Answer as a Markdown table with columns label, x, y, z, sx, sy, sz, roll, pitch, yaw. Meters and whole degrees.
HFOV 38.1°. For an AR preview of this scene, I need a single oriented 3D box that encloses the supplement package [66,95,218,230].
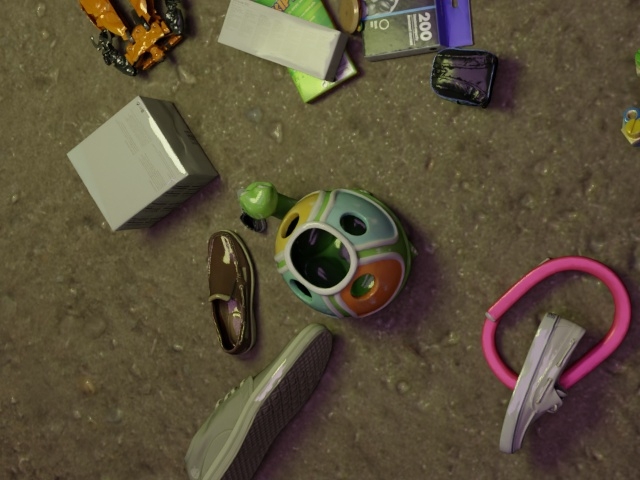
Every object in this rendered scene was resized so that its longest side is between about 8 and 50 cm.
| label | x | y | z | sx | sy | sz | roll | pitch | yaw |
| --- | --- | --- | --- | --- | --- | --- | --- | --- | --- |
| supplement package | -0.361 | -0.154 | 1.896 | 0.203 | 0.149 | 0.194 | -35 | 82 | 17 |

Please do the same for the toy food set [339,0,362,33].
| label | x | y | z | sx | sy | sz | roll | pitch | yaw |
| --- | --- | --- | --- | --- | --- | --- | --- | --- | --- |
| toy food set | 0.059 | -0.438 | 1.784 | 0.020 | 0.083 | 0.082 | -6 | 113 | -22 |

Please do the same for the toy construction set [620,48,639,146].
| label | x | y | z | sx | sy | sz | roll | pitch | yaw |
| --- | --- | --- | --- | --- | --- | --- | --- | --- | --- |
| toy construction set | 0.665 | -0.266 | 1.546 | 0.328 | 0.151 | 0.215 | -2 | 67 | 11 |

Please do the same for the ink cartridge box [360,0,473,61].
| label | x | y | z | sx | sy | sz | roll | pitch | yaw |
| --- | --- | --- | --- | --- | --- | --- | --- | --- | --- |
| ink cartridge box | 0.176 | -0.459 | 1.758 | 0.208 | 0.045 | 0.206 | -6 | 90 | 18 |

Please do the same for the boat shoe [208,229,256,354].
| label | x | y | z | sx | sy | sz | roll | pitch | yaw |
| --- | --- | --- | --- | --- | --- | --- | --- | --- | --- |
| boat shoe | -0.184 | 0.105 | 1.877 | 0.095 | 0.095 | 0.257 | -13 | 88 | 19 |

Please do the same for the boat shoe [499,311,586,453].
| label | x | y | z | sx | sy | sz | roll | pitch | yaw |
| --- | --- | --- | --- | --- | --- | --- | --- | --- | --- |
| boat shoe | 0.395 | 0.264 | 1.647 | 0.088 | 0.096 | 0.267 | 21 | 93 | 19 |

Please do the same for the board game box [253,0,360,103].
| label | x | y | z | sx | sy | sz | roll | pitch | yaw |
| --- | --- | --- | --- | --- | --- | --- | --- | --- | --- |
| board game box | -0.033 | -0.414 | 1.834 | 0.124 | 0.039 | 0.259 | -28 | 86 | 18 |

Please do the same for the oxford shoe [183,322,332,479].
| label | x | y | z | sx | sy | sz | roll | pitch | yaw |
| --- | --- | --- | --- | --- | --- | --- | --- | --- | --- |
| oxford shoe | -0.137 | 0.334 | 1.848 | 0.130 | 0.169 | 0.449 | 43 | 107 | 32 |

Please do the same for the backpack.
| label | x | y | z | sx | sy | sz | roll | pitch | yaw |
| --- | --- | --- | --- | --- | --- | --- | --- | --- | --- |
| backpack | 0.264 | -0.302 | 1.713 | 0.114 | 0.084 | 0.105 | 11 | 97 | 14 |

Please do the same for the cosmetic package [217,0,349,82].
| label | x | y | z | sx | sy | sz | roll | pitch | yaw |
| --- | --- | --- | --- | --- | --- | --- | --- | --- | --- |
| cosmetic package | -0.073 | -0.392 | 1.801 | 0.239 | 0.060 | 0.098 | 24 | 103 | 17 |

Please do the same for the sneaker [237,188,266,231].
| label | x | y | z | sx | sy | sz | roll | pitch | yaw |
| --- | --- | --- | --- | --- | --- | --- | --- | --- | --- |
| sneaker | -0.148 | -0.062 | 1.871 | 0.038 | 0.069 | 0.098 | -33 | 82 | 17 |

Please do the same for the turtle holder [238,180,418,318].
| label | x | y | z | sx | sy | sz | roll | pitch | yaw |
| --- | --- | --- | --- | --- | --- | --- | --- | --- | --- |
| turtle holder | 0.018 | -0.003 | 1.735 | 0.243 | 0.227 | 0.320 | -27 | 84 | 18 |

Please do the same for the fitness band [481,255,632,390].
| label | x | y | z | sx | sy | sz | roll | pitch | yaw |
| --- | --- | --- | --- | --- | --- | --- | --- | --- | --- |
| fitness band | 0.428 | 0.155 | 1.696 | 0.291 | 0.054 | 0.209 | -45 | 79 | 16 |

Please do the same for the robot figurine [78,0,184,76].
| label | x | y | z | sx | sy | sz | roll | pitch | yaw |
| --- | --- | --- | --- | --- | --- | --- | --- | --- | --- |
| robot figurine | -0.398 | -0.485 | 1.928 | 0.211 | 0.085 | 0.291 | -37 | 80 | 17 |
